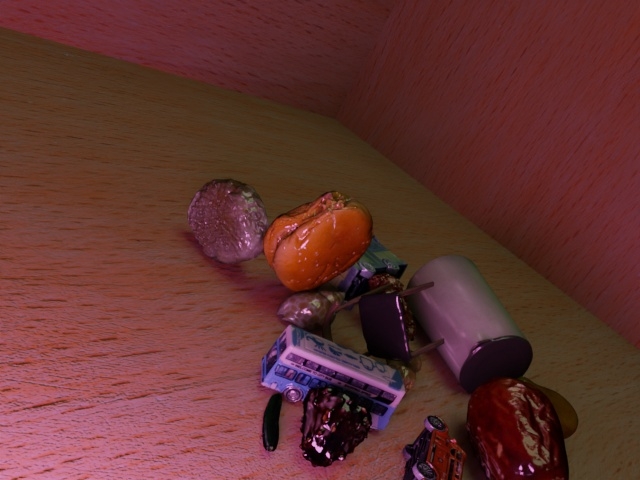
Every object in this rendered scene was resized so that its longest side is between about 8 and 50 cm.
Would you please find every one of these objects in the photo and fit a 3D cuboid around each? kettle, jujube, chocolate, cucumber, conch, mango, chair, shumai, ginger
[{"bbox_3d":[0.460,0.280,1.931,0.361,0.250,0.376,50,8,-37],"label":"kettle"},{"bbox_3d":[0.455,0.460,1.493,0.223,0.223,0.318,25,25,-12],"label":"jujube"},{"bbox_3d":[0.009,0.376,1.249,0.156,0.156,0.133,31,48,4],"label":"chocolate"},{"bbox_3d":[-0.095,0.351,1.259,0.036,0.033,0.184,2,22,0],"label":"cucumber"},{"bbox_3d":[-0.023,0.176,1.666,0.173,0.106,0.116,12,4,-7],"label":"conch"},{"bbox_3d":[0.611,0.464,1.785,0.227,0.099,0.136,38,57,-13],"label":"mango"},{"bbox_3d":[0.157,0.213,1.610,0.272,0.188,0.166,-14,4,-39],"label":"chair"},{"bbox_3d":[-0.208,-0.050,1.764,0.261,0.225,0.222,24,15,40],"label":"shumai"},{"bbox_3d":[0.213,0.327,1.666,0.095,0.069,0.190,48,20,-3],"label":"ginger"}]

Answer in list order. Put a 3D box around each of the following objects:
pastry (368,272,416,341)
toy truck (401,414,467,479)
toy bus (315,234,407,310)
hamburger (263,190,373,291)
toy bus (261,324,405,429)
[{"bbox_3d":[0.200,0.188,1.818,0.097,0.208,0.115,-19,3,-27],"label":"pastry"},{"bbox_3d":[0.224,0.466,1.303,0.114,0.107,0.253,33,22,6],"label":"toy truck"},{"bbox_3d":[0.107,0.088,1.964,0.190,0.152,0.312,41,24,28],"label":"toy bus"},{"bbox_3d":[0.000,0.000,1.672,0.170,0.290,0.314,51,-9,23],"label":"hamburger"},{"bbox_3d":[0.027,0.299,1.397,0.297,0.131,0.106,26,20,-15],"label":"toy bus"}]
